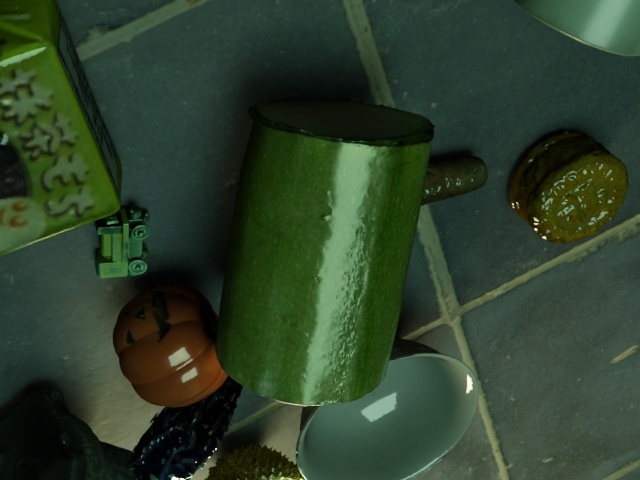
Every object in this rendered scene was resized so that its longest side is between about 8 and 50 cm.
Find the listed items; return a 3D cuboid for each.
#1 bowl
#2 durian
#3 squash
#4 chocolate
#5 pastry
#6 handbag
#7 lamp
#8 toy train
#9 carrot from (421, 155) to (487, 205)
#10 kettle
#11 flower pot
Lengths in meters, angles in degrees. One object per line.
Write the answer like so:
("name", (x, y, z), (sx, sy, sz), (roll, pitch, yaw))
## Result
("bowl", (0.094, 0.278, 1.813), (0.345, 0.157, 0.345), (-13, 132, -16))
("durian", (-0.107, 0.450, 1.868), (0.193, 0.138, 0.237), (-43, 129, 7))
("squash", (0.000, 0.000, 1.434), (0.263, 0.263, 0.384), (-1, 113, -25))
("chocolate", (-0.412, -0.122, 1.258), (0.288, 0.137, 0.301), (-22, 133, -9))
("pastry", (0.413, -0.085, 1.710), (0.188, 0.103, 0.189), (-13, 131, -15))
("handbag", (-0.211, 0.296, 1.636), (0.113, 0.260, 0.162), (42, 114, -8))
("lamp", (-0.230, 0.162, 1.542), (0.164, 0.188, 0.187), (-28, 134, 10))
("toy train", (-0.287, 0.003, 1.484), (0.081, 0.050, 0.122), (-4, 129, -14))
("carrot", (0.102, -0.070, 1.601), (0.342, 0.070, 0.070), (-16, 132, -11))
("kettle", (0.436, -0.429, 1.381), (0.265, 0.205, 0.318), (7, 120, -27))
("flower pot", (-0.428, 0.386, 1.586), (0.299, 0.299, 0.283), (-41, 143, 9))
